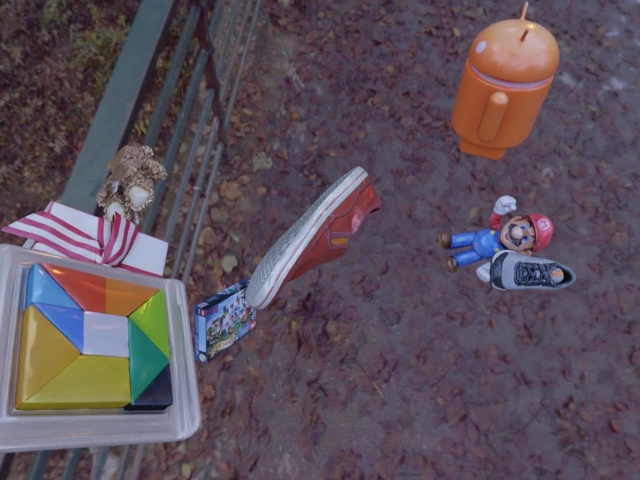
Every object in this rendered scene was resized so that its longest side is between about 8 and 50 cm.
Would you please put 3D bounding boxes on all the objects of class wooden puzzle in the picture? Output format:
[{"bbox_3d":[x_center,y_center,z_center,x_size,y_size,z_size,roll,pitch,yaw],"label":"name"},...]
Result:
[{"bbox_3d":[-0.251,0.114,0.498,0.238,0.044,0.221,17,43,-43],"label":"wooden puzzle"}]

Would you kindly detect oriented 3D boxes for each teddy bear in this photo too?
[{"bbox_3d":[-0.589,-0.171,1.391,0.245,0.113,0.338,-50,42,0],"label":"teddy bear"}]

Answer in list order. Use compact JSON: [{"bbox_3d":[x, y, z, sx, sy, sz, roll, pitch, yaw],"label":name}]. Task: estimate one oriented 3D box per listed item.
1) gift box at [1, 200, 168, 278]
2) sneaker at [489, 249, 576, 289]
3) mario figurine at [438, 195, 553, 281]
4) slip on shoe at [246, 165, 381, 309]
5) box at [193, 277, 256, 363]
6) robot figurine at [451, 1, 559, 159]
[{"bbox_3d":[-0.460,0.098,0.817,0.276,0.258,0.255,21,53,-41],"label":"gift box"},{"bbox_3d":[0.525,0.077,1.103,0.271,0.108,0.100,4,88,-30],"label":"sneaker"},{"bbox_3d":[0.519,-0.005,1.323,0.198,0.320,0.170,61,28,-22],"label":"mario figurine"},{"bbox_3d":[0.000,0.000,0.762,0.101,0.123,0.331,49,58,-11],"label":"slip on shoe"},{"bbox_3d":[-0.261,0.220,1.250,0.044,0.233,0.159,11,109,24],"label":"box"},{"bbox_3d":[0.274,-0.230,0.670,0.158,0.219,0.128,-24,54,-18],"label":"robot figurine"}]
